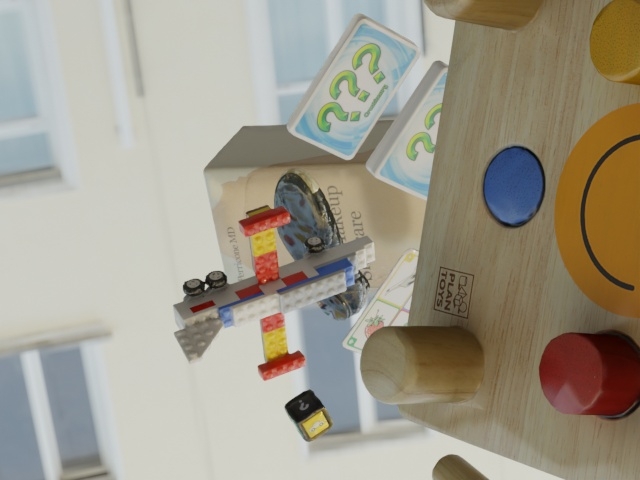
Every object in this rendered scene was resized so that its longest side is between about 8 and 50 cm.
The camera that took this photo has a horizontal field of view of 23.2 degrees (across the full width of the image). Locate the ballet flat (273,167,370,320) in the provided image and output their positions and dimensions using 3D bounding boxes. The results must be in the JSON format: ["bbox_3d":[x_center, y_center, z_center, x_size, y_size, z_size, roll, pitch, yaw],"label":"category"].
[{"bbox_3d":[0.000,0.000,1.427,0.057,0.173,0.049,6,-136,33],"label":"ballet flat"}]

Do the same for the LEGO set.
[{"bbox_3d":[0.027,0.013,0.904,0.182,0.244,0.060,24,-164,-39],"label":"LEGO set"}]

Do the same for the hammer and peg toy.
[{"bbox_3d":[0.131,0.040,0.695,0.127,0.361,0.266,3,-171,-43],"label":"hammer and peg toy"}]

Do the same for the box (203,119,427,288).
[{"bbox_3d":[0.054,-0.037,1.566,0.311,0.148,0.121,-2,-155,21],"label":"box"}]
